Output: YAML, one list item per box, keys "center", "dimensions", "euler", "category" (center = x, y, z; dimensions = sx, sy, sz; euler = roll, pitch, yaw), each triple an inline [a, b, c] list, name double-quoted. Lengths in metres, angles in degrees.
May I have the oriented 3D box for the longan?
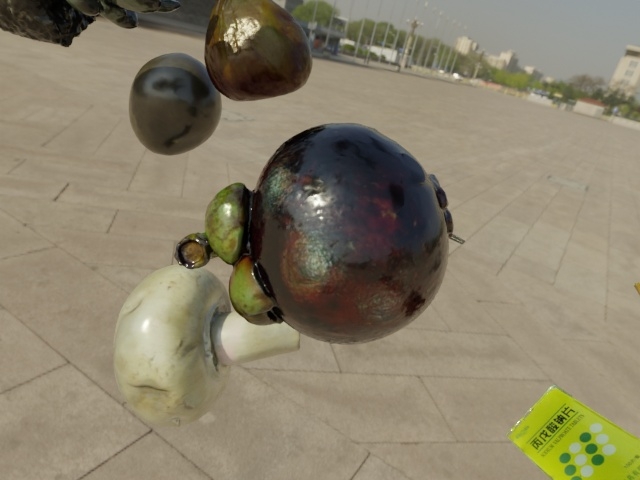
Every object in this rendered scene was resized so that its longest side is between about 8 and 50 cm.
- center: [-0.296, -0.277, 0.955]
  dimensions: [0.198, 0.212, 0.198]
  euler: [20, 36, -16]
  category: "longan"

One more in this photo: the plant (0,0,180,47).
- center: [-0.350, -0.370, 0.683]
  dimensions: [0.275, 0.146, 0.149]
  euler: [0, -22, 3]
  category: "plant"

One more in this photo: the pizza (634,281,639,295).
- center: [0.662, 0.173, 0.833]
  dimensions: [0.188, 0.080, 0.204]
  euler: [8, 52, -29]
  category: "pizza"

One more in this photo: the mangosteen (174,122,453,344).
- center: [0.000, 0.000, 0.651]
  dimensions: [0.360, 0.305, 0.306]
  euler: [-15, 21, 9]
  category: "mangosteen"

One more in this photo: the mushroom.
- center: [-0.252, 0.190, 0.943]
  dimensions: [0.315, 0.314, 0.356]
  euler: [29, 41, 31]
  category: "mushroom"

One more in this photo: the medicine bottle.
- center: [0.450, 0.365, 0.750]
  dimensions: [0.141, 0.137, 0.250]
  euler: [44, -3, -11]
  category: "medicine bottle"

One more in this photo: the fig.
- center: [-0.111, -0.390, 0.823]
  dimensions: [0.191, 0.289, 0.190]
  euler: [-2, 2, 0]
  category: "fig"

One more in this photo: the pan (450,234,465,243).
- center: [0.222, -0.034, 1.077]
  dimensions: [0.129, 0.048, 0.201]
  euler: [-17, 51, -14]
  category: "pan"
